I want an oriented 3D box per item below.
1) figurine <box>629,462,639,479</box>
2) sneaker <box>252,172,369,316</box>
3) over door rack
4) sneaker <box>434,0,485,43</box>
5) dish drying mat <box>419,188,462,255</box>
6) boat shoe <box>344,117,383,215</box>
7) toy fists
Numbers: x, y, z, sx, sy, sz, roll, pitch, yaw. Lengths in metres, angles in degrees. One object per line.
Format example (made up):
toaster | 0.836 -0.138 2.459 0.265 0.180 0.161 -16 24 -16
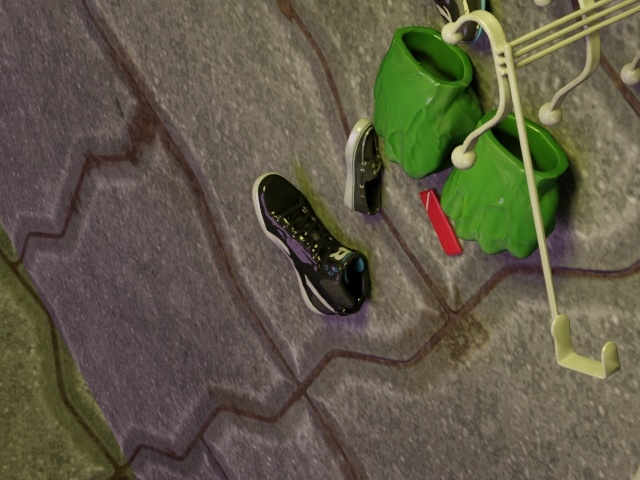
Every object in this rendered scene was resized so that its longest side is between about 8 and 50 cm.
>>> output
figurine | 0.389 0.230 1.374 0.215 0.092 0.209 -112 24 -47
sneaker | 0.000 0.000 1.886 0.121 0.079 0.217 -5 118 57
over door rack | 0.243 -0.073 1.231 0.108 0.240 0.324 -3 111 58
sneaker | 0.106 -0.280 1.456 0.188 0.078 0.067 61 152 3
dish drying mat | 0.143 -0.021 1.689 0.032 0.008 0.083 -15 100 61
boat shoe | 0.058 -0.089 1.741 0.040 0.049 0.142 26 140 22
toy fists | 0.154 -0.101 1.516 0.279 0.096 0.142 49 139 28
